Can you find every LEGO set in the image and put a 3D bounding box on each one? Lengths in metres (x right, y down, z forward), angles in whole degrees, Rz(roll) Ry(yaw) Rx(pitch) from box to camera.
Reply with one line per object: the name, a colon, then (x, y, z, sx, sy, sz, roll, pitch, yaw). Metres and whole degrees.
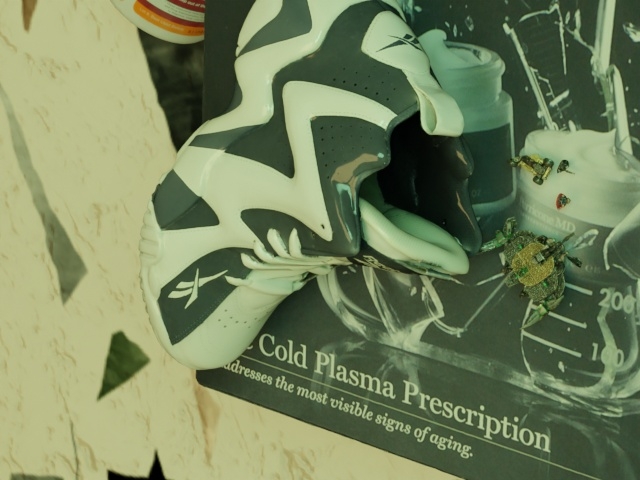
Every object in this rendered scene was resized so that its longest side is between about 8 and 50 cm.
LEGO set: (0.105, 0.000, 0.839, 0.054, 0.023, 0.083, 27, 106, 27)

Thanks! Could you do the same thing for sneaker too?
sneaker: (0.000, 0.000, 0.858, 0.153, 0.094, 0.235, 49, 120, 39)

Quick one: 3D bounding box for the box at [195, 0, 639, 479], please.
box: (0.115, -0.043, 0.946, 0.343, 0.179, 0.312, 15, 111, 35)

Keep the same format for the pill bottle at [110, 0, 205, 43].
pill bottle: (-0.069, -0.203, 1.107, 0.086, 0.086, 0.152, 51, 129, 15)
